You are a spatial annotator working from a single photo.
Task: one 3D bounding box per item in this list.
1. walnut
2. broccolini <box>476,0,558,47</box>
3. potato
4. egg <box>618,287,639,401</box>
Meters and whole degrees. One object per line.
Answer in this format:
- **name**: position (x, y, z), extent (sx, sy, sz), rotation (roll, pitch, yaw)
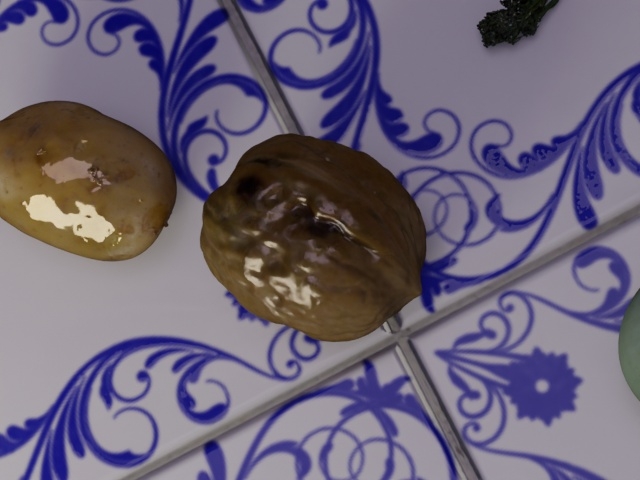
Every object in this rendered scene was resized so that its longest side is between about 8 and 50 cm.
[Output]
- **walnut**: position (0.000, 0.000, 1.309), extent (0.184, 0.155, 0.155), rotation (27, 85, 21)
- **broccolini**: position (0.188, -0.243, 1.384), extent (0.052, 0.054, 0.194), rotation (27, 76, -14)
- **potato**: position (-0.202, -0.052, 1.380), extent (0.178, 0.109, 0.118), rotation (22, 61, 10)
- **egg**: position (0.316, 0.070, 1.223), extent (0.192, 0.149, 0.149), rotation (-16, 75, 8)
